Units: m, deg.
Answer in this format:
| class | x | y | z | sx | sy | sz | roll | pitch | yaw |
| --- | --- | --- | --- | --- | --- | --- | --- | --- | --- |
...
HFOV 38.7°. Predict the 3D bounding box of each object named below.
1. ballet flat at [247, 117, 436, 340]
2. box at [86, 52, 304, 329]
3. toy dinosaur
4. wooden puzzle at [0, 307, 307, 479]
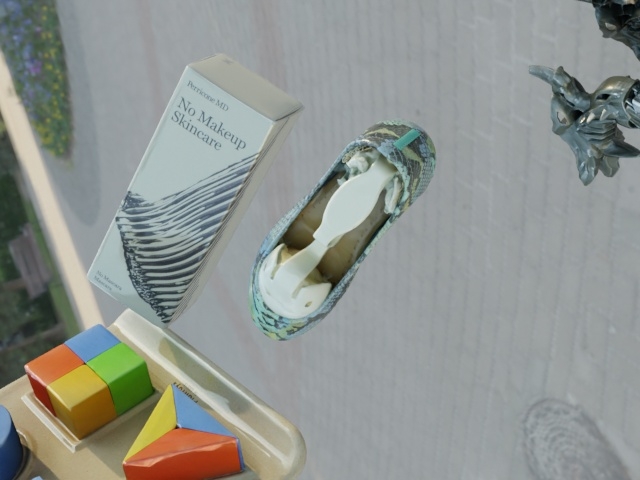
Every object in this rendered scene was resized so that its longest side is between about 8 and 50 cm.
| class | x | y | z | sx | sy | sz | roll | pitch | yaw |
| --- | --- | --- | --- | --- | --- | --- | --- | --- | --- |
| ballet flat | 0.000 | 0.000 | 0.581 | 0.188 | 0.070 | 0.070 | -55 | 49 | 26 |
| box | -0.135 | -0.049 | 0.958 | 0.113 | 0.094 | 0.275 | 32 | 116 | 5 |
| toy dinosaur | 0.282 | -0.143 | 0.664 | 0.322 | 0.164 | 0.218 | 53 | 162 | -17 |
| wooden puzzle | -0.240 | 0.211 | 0.875 | 0.322 | 0.348 | 0.080 | 30 | 143 | 38 |
